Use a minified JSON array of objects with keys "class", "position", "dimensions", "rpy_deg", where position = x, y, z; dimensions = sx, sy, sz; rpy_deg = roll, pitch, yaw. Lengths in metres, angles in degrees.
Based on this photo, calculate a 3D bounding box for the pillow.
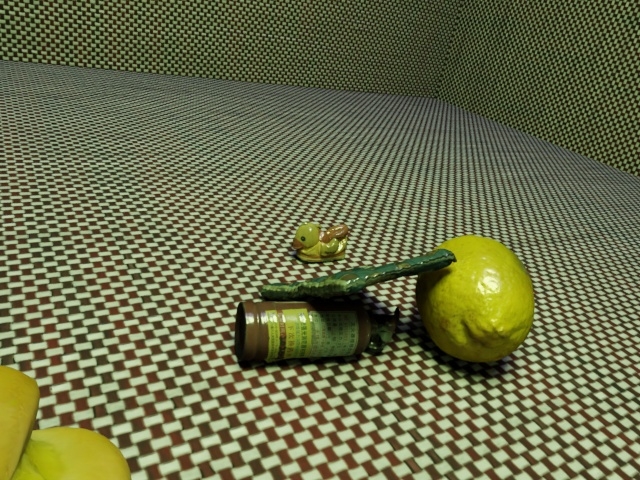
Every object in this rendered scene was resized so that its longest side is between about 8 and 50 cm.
[{"class":"pillow","position":[0.046,0.054,0.706],"dimensions":[0.188,0.034,0.255],"rpy_deg":[-8,-6,-31]}]

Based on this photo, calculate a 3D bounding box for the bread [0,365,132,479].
[{"class":"bread","position":[-0.259,0.179,0.250],"dimensions":[0.270,0.211,0.316],"rpy_deg":[30,32,3]}]

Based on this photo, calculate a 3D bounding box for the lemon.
[{"class":"lemon","position":[0.219,0.082,0.721],"dimensions":[0.169,0.170,0.207],"rpy_deg":[10,32,-3]}]

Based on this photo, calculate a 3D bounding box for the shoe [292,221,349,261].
[{"class":"shoe","position":[0.001,-0.001,0.909],"dimensions":[0.109,0.069,0.072],"rpy_deg":[11,19,-14]}]

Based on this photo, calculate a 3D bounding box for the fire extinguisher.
[{"class":"fire extinguisher","position":[0.011,0.107,0.680],"dimensions":[0.251,0.075,0.106],"rpy_deg":[1,38,-20]}]
